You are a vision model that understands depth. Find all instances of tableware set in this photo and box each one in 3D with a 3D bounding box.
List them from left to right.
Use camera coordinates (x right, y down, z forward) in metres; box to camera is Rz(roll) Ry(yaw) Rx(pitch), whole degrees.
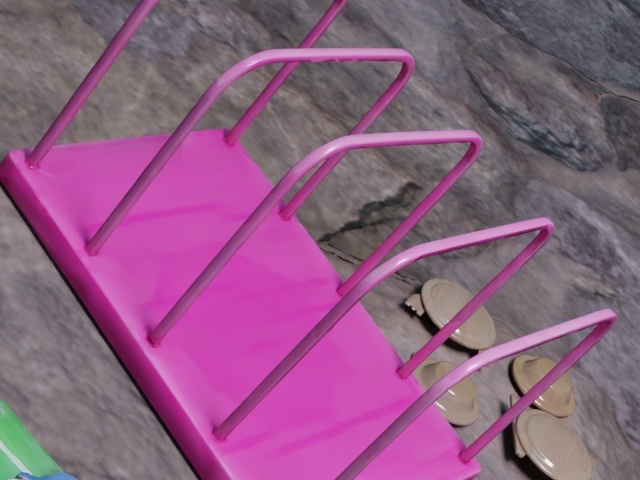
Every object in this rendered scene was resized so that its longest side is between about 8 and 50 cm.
[{"bbox_3d":[0.123,0.098,1.095,0.168,0.020,0.141,35,30,-8],"label":"tableware set"}]

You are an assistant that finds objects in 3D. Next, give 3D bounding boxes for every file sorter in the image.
[{"bbox_3d":[0.000,0.000,0.927,0.202,0.182,0.291,-11,59,-53],"label":"file sorter"}]

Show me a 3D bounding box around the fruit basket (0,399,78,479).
[{"bbox_3d":[-0.074,0.173,0.578,0.327,0.165,0.353,44,6,11],"label":"fruit basket"}]
